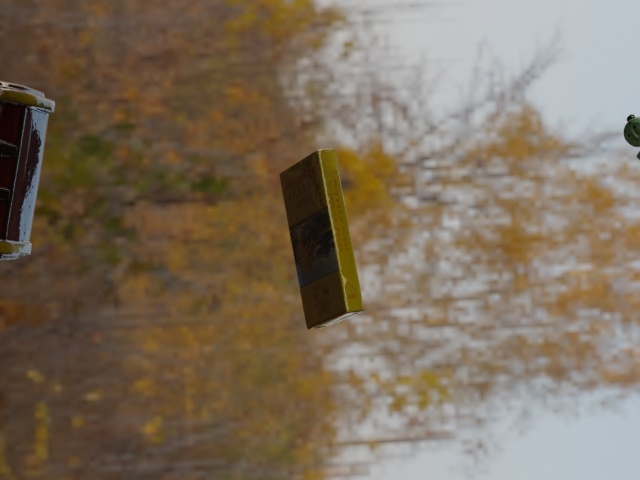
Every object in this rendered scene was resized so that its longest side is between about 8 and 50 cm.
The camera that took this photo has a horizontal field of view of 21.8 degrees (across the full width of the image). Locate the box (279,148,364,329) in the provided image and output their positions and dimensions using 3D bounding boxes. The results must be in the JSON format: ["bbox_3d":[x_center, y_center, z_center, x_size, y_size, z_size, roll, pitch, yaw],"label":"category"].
[{"bbox_3d":[0.000,0.000,1.553,0.087,0.023,0.155,-26,-109,57],"label":"box"}]

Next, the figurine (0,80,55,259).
[{"bbox_3d":[-0.241,-0.039,1.180,0.098,0.082,0.154,177,-78,-82],"label":"figurine"}]

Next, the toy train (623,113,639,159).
[{"bbox_3d":[0.195,-0.059,0.883,0.045,0.092,0.029,45,-51,22],"label":"toy train"}]
